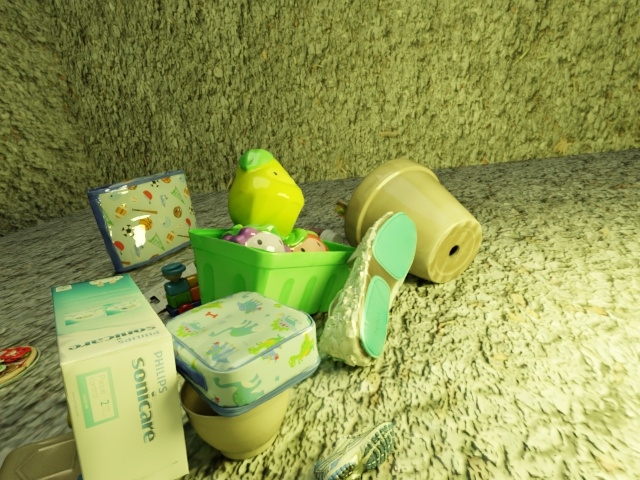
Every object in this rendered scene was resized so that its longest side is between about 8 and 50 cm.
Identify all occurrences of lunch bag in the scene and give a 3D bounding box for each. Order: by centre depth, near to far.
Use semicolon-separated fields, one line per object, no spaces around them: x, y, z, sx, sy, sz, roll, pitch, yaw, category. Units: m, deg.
-0.125;0.156;0.605;0.176;0.090;0.219;-20;21;-39;lunch bag
-0.713;-0.088;1.620;0.239;0.327;0.385;-5;18;25;lunch bag

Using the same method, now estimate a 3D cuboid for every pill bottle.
0.000;0.000;1.434;0.152;0.086;0.086;7;22;40;pill bottle

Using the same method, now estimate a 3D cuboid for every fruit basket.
-0.098;-0.022;0.933;0.283;0.391;0.392;14;26;34;fruit basket

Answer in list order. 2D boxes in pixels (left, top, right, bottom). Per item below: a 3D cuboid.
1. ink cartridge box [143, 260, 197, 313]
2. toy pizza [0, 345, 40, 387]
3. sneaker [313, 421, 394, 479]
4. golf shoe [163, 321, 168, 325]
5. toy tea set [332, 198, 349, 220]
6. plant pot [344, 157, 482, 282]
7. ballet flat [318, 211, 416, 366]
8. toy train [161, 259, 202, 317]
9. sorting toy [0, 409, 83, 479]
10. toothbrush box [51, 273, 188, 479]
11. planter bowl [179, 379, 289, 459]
-0.418;0.147;1.239;0.225;0.056;0.181;-39;30;-25;ink cartridge box
-0.754;0.290;0.917;0.202;0.032;0.201;-7;17;2;toy pizza
0.046;0.286;0.554;0.135;0.052;0.058;-20;17;-37;sneaker
-0.335;0.232;0.873;0.086;0.069;0.176;-26;23;-32;golf shoe
0.130;-0.050;1.510;0.200;0.124;0.336;30;5;7;toy tea set
0.273;-0.031;1.129;0.323;0.323;0.280;-16;36;-25;plant pot
0.098;0.085;0.884;0.147;0.147;0.408;2;41;28;ballet flat
-0.311;0.106;1.128;0.248;0.143;0.105;-20;21;-33;toy train
-0.377;0.324;0.627;0.229;0.041;0.307;-14;18;-21;sorting toy
-0.310;0.198;0.607;0.126;0.216;0.296;-11;18;-34;toothbrush box
-0.120;0.256;0.621;0.162;0.109;0.162;-7;18;2;planter bowl
